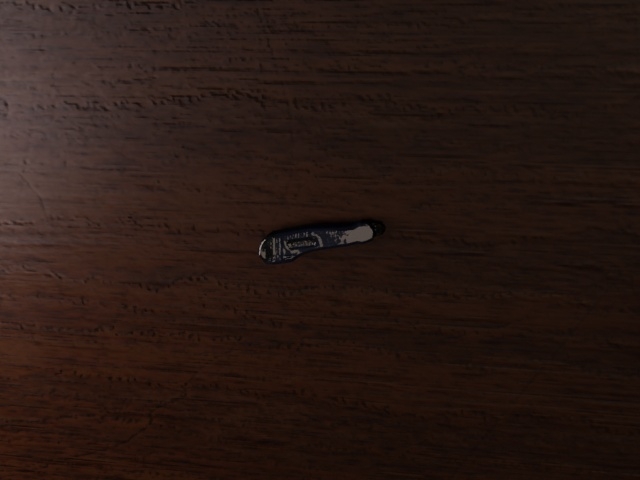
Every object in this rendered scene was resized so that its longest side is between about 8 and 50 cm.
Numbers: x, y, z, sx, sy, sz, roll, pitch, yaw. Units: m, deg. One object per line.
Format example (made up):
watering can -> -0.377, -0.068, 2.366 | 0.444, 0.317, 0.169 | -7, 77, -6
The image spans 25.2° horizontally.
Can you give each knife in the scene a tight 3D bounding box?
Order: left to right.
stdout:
knife -> 0.000, 0.000, 1.292 | 0.121, 0.018, 0.031 | -8, 111, 21
